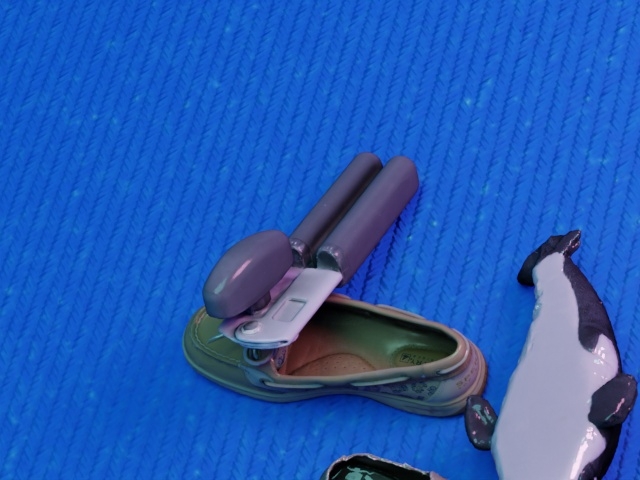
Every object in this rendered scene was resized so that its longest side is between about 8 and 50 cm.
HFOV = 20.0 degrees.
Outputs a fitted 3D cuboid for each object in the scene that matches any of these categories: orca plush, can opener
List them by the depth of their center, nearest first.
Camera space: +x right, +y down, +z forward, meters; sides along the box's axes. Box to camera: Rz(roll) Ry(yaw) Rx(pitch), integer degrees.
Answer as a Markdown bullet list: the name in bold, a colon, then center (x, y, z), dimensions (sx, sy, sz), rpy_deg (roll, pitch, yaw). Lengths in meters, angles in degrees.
- **orca plush**: center (0.204, 0.136, 1.539), dimensions (0.151, 0.102, 0.287), rpy_deg (-27, 41, 17)
- **can opener**: center (0.000, 0.000, 1.608), dimensions (0.074, 0.093, 0.280), rpy_deg (10, 37, 30)

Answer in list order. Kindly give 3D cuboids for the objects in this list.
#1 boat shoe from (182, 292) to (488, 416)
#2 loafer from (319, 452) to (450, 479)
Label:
- **boat shoe**: center (0.005, 0.088, 1.615), dimensions (0.285, 0.089, 0.104), rpy_deg (4, 65, 18)
- **loafer**: center (0.106, 0.249, 1.500), dimensions (0.269, 0.092, 0.102), rpy_deg (15, 69, 22)
